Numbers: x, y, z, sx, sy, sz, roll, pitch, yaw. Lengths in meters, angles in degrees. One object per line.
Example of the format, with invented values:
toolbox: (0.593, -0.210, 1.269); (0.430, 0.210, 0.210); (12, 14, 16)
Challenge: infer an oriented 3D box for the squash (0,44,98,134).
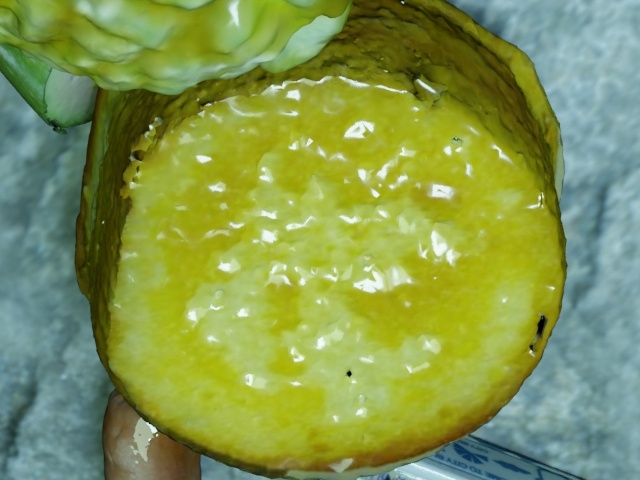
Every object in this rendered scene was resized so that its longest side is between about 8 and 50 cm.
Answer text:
squash: (-0.187, -0.175, 1.042); (0.123, 0.170, 0.170); (33, 111, 7)

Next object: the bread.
bread: (0.000, 0.000, 1.036); (0.398, 0.215, 0.398); (-2, 120, -3)

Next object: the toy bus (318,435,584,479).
toy bus: (0.130, 0.245, 1.190); (0.297, 0.106, 0.131); (22, 109, -4)

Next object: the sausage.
sausage: (-0.130, 0.318, 1.253); (0.094, 0.094, 0.419); (1, 111, 22)

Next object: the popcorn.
popcorn: (-0.086, -0.242, 0.790); (0.274, 0.279, 0.335); (20, 132, 2)
